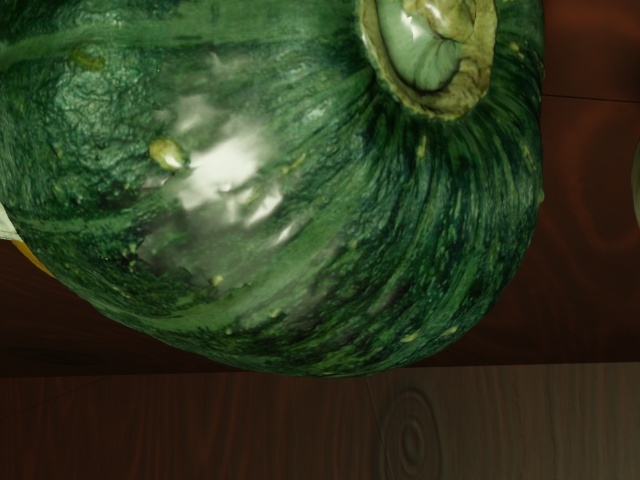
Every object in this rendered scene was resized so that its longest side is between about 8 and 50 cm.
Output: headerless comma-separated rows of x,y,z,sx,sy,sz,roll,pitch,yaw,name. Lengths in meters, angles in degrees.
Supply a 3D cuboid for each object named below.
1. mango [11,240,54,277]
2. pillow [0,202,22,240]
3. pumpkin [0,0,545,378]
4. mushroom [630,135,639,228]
-0.154,-0.026,0.848,0.147,0.109,0.227,0,167,26,mango
-0.218,-0.060,0.670,0.229,0.128,0.051,9,136,-32,pillow
-0.028,-0.033,0.608,0.263,0.197,0.293,-6,165,38,pumpkin
0.269,-0.039,0.583,0.254,0.184,0.255,4,166,1,mushroom
